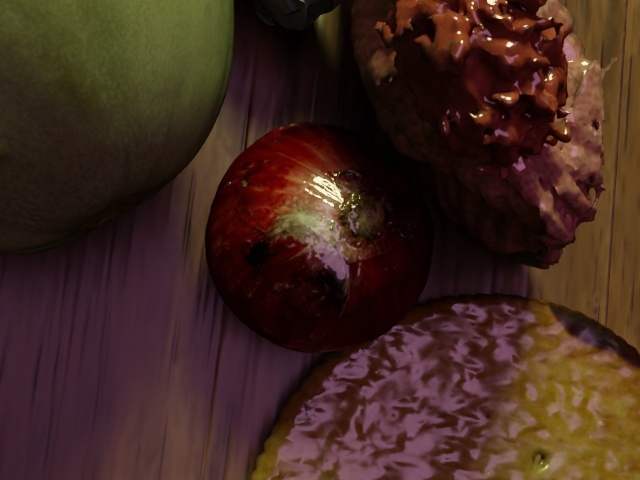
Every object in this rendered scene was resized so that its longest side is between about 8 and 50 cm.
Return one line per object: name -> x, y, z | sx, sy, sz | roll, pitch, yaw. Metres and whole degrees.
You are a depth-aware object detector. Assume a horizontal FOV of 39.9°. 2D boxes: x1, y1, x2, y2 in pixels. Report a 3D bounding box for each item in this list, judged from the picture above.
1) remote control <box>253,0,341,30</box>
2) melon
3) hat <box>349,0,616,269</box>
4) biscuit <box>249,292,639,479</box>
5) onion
remote control -> -0.075, -0.226, 0.506 | 0.052, 0.104, 0.247 | -38, 91, -1
melon -> -0.175, -0.143, 0.400 | 0.271, 0.272, 0.308 | -32, 121, -13
hat -> 0.074, -0.084, 0.425 | 0.107, 0.286, 0.237 | -33, 90, 6
biscuit -> 0.100, 0.181, 0.523 | 0.305, 0.038, 0.306 | 2, 81, -10
onion -> 0.000, 0.000, 0.486 | 0.131, 0.131, 0.131 | 1, 83, -11
